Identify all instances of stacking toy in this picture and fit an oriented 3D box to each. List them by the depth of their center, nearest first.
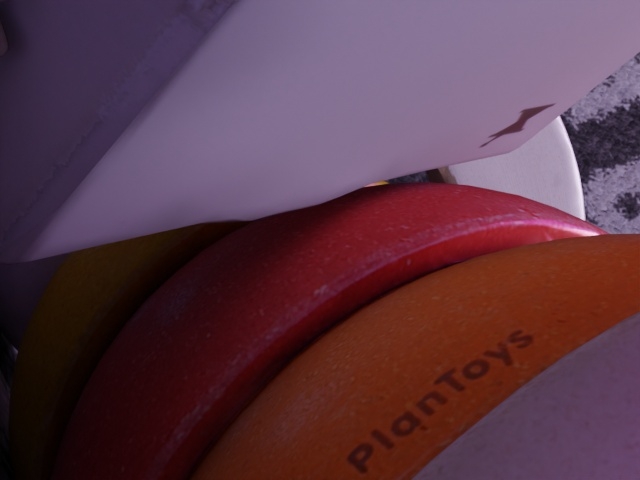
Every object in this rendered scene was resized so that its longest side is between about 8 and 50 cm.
[{"bbox_3d":[-0.001,0.075,0.583,0.480,0.350,0.351,41,-26,47],"label":"stacking toy"}]

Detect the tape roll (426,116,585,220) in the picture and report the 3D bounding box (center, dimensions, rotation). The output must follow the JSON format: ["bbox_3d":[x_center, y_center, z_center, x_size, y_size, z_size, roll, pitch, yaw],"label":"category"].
[{"bbox_3d":[0.000,0.000,1.073,0.072,0.392,0.392,-132,-158,-74],"label":"tape roll"}]

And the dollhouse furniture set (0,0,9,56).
[{"bbox_3d":[-0.091,-0.007,0.338,0.091,0.081,0.114,81,-13,-66],"label":"dollhouse furniture set"}]

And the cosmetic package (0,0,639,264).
[{"bbox_3d":[-0.068,-0.239,0.461,0.161,0.230,0.453,-41,-108,42],"label":"cosmetic package"}]
